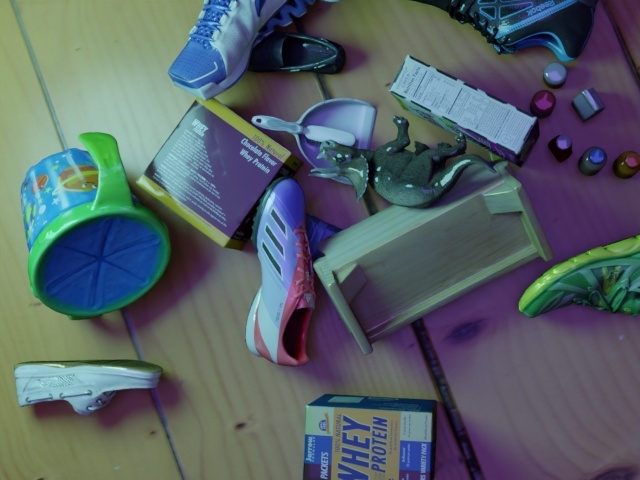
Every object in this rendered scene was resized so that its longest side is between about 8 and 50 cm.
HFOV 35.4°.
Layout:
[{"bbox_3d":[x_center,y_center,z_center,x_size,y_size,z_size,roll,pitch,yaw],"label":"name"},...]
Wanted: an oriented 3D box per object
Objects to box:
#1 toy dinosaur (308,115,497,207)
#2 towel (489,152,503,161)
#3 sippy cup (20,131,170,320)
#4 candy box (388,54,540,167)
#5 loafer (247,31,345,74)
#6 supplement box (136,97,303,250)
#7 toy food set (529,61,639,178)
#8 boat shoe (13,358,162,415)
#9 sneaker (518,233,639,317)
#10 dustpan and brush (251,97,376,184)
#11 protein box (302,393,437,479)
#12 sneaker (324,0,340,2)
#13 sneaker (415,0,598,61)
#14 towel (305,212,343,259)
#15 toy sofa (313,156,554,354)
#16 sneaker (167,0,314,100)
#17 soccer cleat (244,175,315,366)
[{"bbox_3d":[0.151,-0.108,1.640,0.314,0.121,0.160,22,71,34],"label":"toy dinosaur"},{"bbox_3d":[0.311,-0.179,1.712,0.060,0.009,0.083,-11,85,7],"label":"towel"},{"bbox_3d":[-0.398,-0.029,1.689,0.305,0.240,0.224,-43,50,9],"label":"sippy cup"},{"bbox_3d":[0.238,-0.209,1.641,0.233,0.159,0.071,29,93,14],"label":"candy box"},{"bbox_3d":[-0.067,-0.331,1.742,0.223,0.078,0.076,7,87,9],"label":"loafer"},{"bbox_3d":[-0.168,-0.116,1.719,0.191,0.129,0.194,36,92,9],"label":"supplement box"},{"bbox_3d":[0.426,-0.190,1.647,0.111,0.104,0.232,-32,83,5],"label":"toy food set"},{"bbox_3d":[-0.404,0.258,1.752,0.277,0.098,0.096,-3,87,18],"label":"boat shoe"},{"bbox_3d":[0.467,0.072,1.623,0.296,0.109,0.123,-20,80,6],"label":"sneaker"},{"bbox_3d":[-0.014,-0.183,1.709,0.211,0.060,0.147,10,88,-5],"label":"dustpan and brush"},{"bbox_3d":[0.085,0.328,1.618,0.200,0.201,0.135,2,87,9],"label":"protein box"},{"bbox_3d":[0.028,-0.470,1.680,0.124,0.178,0.295,22,58,-5],"label":"sneaker"},{"bbox_3d":[0.287,-0.389,1.671,0.341,0.125,0.139,11,90,10],"label":"sneaker"},{"bbox_3d":[0.000,0.000,1.737,0.119,0.029,0.067,25,91,10],"label":"towel"},{"bbox_3d":[0.180,0.019,1.650,0.363,0.177,0.150,-28,113,2],"label":"toy sofa"},{"bbox_3d":[-0.153,-0.399,1.663,0.127,0.182,0.315,25,65,38],"label":"sneaker"},{"bbox_3d":[-0.050,0.055,1.665,0.116,0.109,0.318,19,107,42],"label":"soccer cleat"}]
